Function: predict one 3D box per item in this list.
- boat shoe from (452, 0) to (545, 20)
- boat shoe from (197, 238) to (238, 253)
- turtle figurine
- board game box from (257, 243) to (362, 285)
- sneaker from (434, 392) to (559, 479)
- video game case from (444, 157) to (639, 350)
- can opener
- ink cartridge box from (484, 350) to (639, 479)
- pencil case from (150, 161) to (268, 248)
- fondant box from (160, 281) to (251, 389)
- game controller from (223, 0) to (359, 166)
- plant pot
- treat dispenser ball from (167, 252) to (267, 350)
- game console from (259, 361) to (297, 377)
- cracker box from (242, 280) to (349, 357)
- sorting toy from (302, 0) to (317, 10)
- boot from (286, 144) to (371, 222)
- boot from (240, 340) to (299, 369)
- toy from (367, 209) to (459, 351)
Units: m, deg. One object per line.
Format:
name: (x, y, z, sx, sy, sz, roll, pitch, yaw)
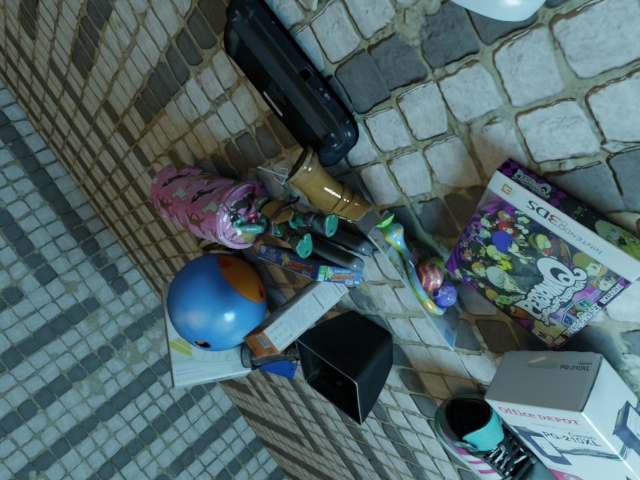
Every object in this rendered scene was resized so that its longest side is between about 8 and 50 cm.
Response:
boat shoe: (0.103, -0.376, 0.440, 0.367, 0.136, 0.156, 55, 149, 13)
boat shoe: (-0.279, 0.002, 1.404, 0.095, 0.095, 0.257, 50, 151, -9)
turtle figurine: (-0.085, -0.059, 1.009, 0.234, 0.175, 0.118, 31, 167, 32)
board game box: (-0.025, 0.052, 1.079, 0.201, 0.136, 0.035, 17, 95, 45)
sneaker: (0.352, 0.408, 0.964, 0.295, 0.124, 0.178, 28, 152, 37)
video game case: (0.301, 0.029, 0.685, 0.210, 0.042, 0.232, 40, 149, 21)
can opener: (0.000, 0.000, 1.062, 0.283, 0.076, 0.095, 23, 172, 39)
ink cartridge box: (0.396, 0.282, 0.737, 0.237, 0.100, 0.172, 47, 152, -13)
pencil case: (-0.286, -0.098, 1.223, 0.386, 0.167, 0.160, 18, 116, 44)
fondant box: (-0.376, 0.291, 1.575, 0.096, 0.238, 0.330, 126, 134, -59)
game controller: (-0.058, -0.272, 0.844, 0.319, 0.067, 0.166, 52, 165, -1)
plant pot: (0.072, 0.282, 1.154, 0.188, 0.167, 0.187, 27, 142, 34)
treat dispenser ball: (-0.302, 0.180, 1.430, 0.288, 0.288, 0.288, 34, 146, 27)
game console: (-0.195, 0.347, 1.733, 0.293, 0.173, 0.250, 105, 152, -54)
cracker box: (-0.059, 0.174, 1.146, 0.067, 0.232, 0.156, 54, 150, -2)
sorting toy: (-0.044, -0.448, 0.645, 0.193, 0.038, 0.208, 47, 155, 8)
boot: (0.021, -0.092, 0.858, 0.152, 0.073, 0.197, 30, 175, -1)
boot: (-0.104, 0.339, 1.450, 0.263, 0.229, 0.091, 61, -155, -80)
toy: (0.180, 0.052, 0.821, 0.056, 0.137, 0.237, -37, 94, 29)
